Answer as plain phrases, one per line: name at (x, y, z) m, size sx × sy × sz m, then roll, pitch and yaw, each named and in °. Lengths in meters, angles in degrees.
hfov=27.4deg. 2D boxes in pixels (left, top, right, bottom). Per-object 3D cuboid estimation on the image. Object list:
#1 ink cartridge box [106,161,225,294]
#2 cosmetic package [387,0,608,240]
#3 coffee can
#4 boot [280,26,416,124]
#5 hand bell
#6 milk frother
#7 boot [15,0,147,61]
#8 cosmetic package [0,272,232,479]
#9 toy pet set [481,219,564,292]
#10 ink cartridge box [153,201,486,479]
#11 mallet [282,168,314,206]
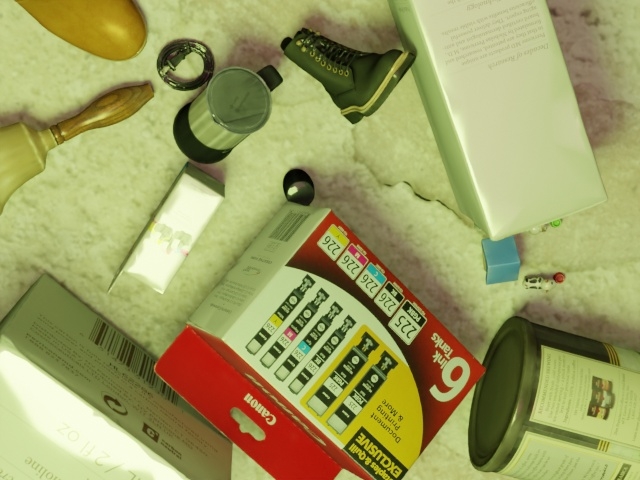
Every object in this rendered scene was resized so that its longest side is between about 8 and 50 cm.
ink cartridge box at (-0.191, -0.002, 1.637) m, size 0.062 × 0.104 × 0.181 m, roll 33°, pitch 98°, yaw -9°
cosmetic package at (0.195, -0.211, 1.571) m, size 0.156 × 0.217 × 0.385 m, roll -22°, pitch 103°, yaw 0°
coffee can at (0.351, 0.229, 1.672) m, size 0.275 × 0.201 × 0.201 m, roll 16°, pitch 99°, yaw -7°
boot at (0.024, -0.214, 1.569) m, size 0.137 × 0.198 × 0.077 m, roll 41°, pitch 69°, yaw -7°
hand bell at (-0.318, -0.135, 1.619) m, size 0.242 × 0.126 × 0.126 m, roll -27°, pitch 102°, yaw -12°
milk frother at (-0.134, -0.184, 1.590) m, size 0.143 × 0.135 × 0.129 m, roll 35°, pitch 66°, yaw -13°
boot at (-0.330, -0.306, 1.513) m, size 0.295 × 0.211 × 0.104 m, roll 40°, pitch 96°, yaw -11°
cosmetic package at (-0.347, 0.314, 1.574) m, size 0.329 × 0.327 × 0.393 m, roll 38°, pitch 97°, yaw -10°
toy pet set at (0.265, 0.010, 1.693) m, size 0.114 × 0.065 × 0.122 m, roll -8°, pitch 101°, yaw -3°
ink cartridge box at (0.001, 0.156, 1.602) m, size 0.309 × 0.130 × 0.272 m, roll 45°, pitch 76°, yaw -23°
mallet at (0.000, 0.000, 1.672) m, size 0.039 × 0.062 × 0.189 m, roll -22°, pitch 102°, yaw 1°
